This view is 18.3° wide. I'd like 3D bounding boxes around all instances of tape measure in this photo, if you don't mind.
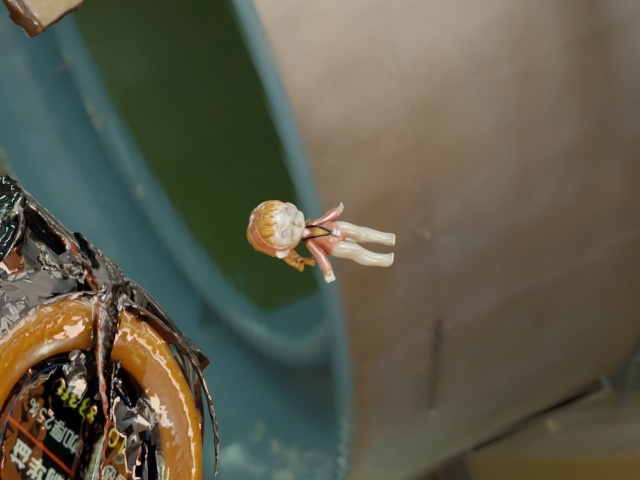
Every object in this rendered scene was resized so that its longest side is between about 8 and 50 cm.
[{"bbox_3d":[-0.154,0.103,0.975,0.135,0.202,0.223,-5,53,37],"label":"tape measure"}]

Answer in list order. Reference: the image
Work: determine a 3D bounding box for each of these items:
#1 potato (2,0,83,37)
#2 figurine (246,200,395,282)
[{"bbox_3d":[-0.157,-0.175,1.039,0.086,0.061,0.122,-42,-36,-9],"label":"potato"},{"bbox_3d":[0.000,0.000,1.451,0.109,0.064,0.047,11,-24,-9],"label":"figurine"}]
